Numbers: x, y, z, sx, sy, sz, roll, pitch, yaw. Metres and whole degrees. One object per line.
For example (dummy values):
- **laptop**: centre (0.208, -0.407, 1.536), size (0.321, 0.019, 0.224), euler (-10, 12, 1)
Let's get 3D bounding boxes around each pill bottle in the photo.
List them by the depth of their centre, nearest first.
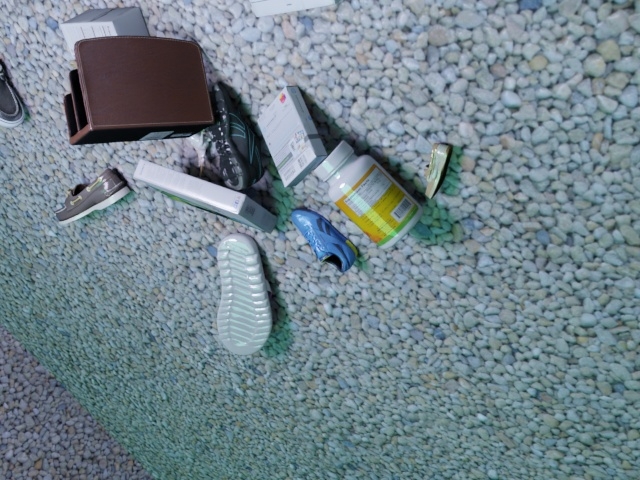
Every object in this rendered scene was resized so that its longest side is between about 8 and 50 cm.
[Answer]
- **pill bottle**: centre (0.105, -0.108, 1.663), size (0.246, 0.136, 0.136), euler (44, 138, -6)

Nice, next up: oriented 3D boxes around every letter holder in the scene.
- **letter holder**: centre (-0.429, -0.350, 1.691), size (0.152, 0.302, 0.214), euler (-11, 89, 55)

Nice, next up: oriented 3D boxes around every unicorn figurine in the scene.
- **unicorn figurine**: centre (-0.322, -0.263, 1.888), size (0.162, 0.060, 0.111), euler (51, 139, 9)

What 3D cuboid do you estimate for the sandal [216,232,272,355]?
- **sandal**: centre (-0.215, 0.158, 2.157), size (0.169, 0.102, 0.416), euler (8, 119, 9)

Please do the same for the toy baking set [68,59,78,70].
- **toy baking set**: centre (-0.514, -0.401, 1.822), size (0.256, 0.030, 0.197), euler (6, 170, 38)

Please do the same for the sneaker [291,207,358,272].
- **sneaker**: centre (0.000, 0.000, 1.874), size (0.209, 0.082, 0.069), euler (40, 140, 0)

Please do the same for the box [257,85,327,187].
- **box**: centre (-0.068, -0.238, 1.677), size (0.145, 0.038, 0.186), euler (-40, 69, 47)

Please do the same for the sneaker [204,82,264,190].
- **sneaker**: centre (-0.214, -0.257, 1.790), size (0.101, 0.106, 0.267), euler (-7, 102, 45)

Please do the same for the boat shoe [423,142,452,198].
- **boat shoe**: centre (0.250, -0.154, 1.593), size (0.045, 0.050, 0.135), euler (26, 127, 18)

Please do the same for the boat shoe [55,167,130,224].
- **boat shoe**: centre (-0.716, -0.132, 2.229), size (0.324, 0.116, 0.096), euler (-17, 111, 38)

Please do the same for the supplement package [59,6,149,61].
- **supplement package**: centre (-0.521, -0.499, 1.773), size (0.179, 0.105, 0.105), euler (7, 128, 29)

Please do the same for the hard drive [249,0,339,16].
- **hard drive**: centre (-0.105, -0.617, 1.401), size (0.233, 0.047, 0.353), euler (8, 131, 43)

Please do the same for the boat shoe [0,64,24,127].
- **boat shoe**: centre (-0.971, -0.477, 2.089), size (0.119, 0.121, 0.335), euler (-19, 112, 48)

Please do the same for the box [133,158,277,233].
- **box**: centre (-0.296, -0.112, 1.903), size (0.322, 0.058, 0.232), euler (21, 174, 20)
